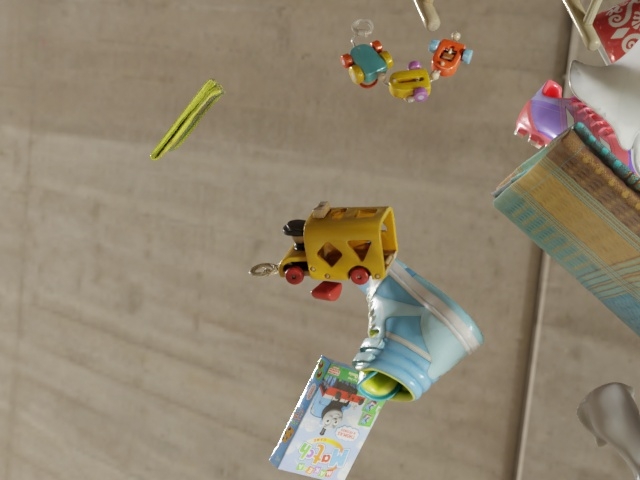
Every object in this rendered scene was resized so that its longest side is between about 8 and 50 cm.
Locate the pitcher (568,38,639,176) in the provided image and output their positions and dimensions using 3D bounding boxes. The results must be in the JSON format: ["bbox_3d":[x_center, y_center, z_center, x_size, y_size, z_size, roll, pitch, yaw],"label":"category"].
[{"bbox_3d":[0.390,-0.159,1.091,0.207,0.178,0.125,-27,-158,31],"label":"pitcher"}]

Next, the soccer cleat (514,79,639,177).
[{"bbox_3d":[0.350,-0.142,1.390,0.083,0.095,0.248,21,-170,-32],"label":"soccer cleat"}]

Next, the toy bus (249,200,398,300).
[{"bbox_3d":[0.013,-0.002,1.533,0.202,0.104,0.191,-19,-155,-24],"label":"toy bus"}]

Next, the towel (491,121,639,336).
[{"bbox_3d":[0.305,0.010,1.056,0.271,0.040,0.370,42,176,4],"label":"towel"}]

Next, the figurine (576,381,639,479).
[{"bbox_3d":[0.488,0.270,1.462,0.092,0.215,0.209,25,-145,-44],"label":"figurine"}]

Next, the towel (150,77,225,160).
[{"bbox_3d":[-0.142,-0.132,1.155,0.021,0.102,0.237,37,-176,-8],"label":"towel"}]

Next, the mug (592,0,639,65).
[{"bbox_3d":[0.524,-0.322,1.648,0.169,0.150,0.113,-28,167,13],"label":"mug"}]

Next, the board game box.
[{"bbox_3d":[0.021,0.326,1.900,0.160,0.212,0.039,23,-173,-37],"label":"board game box"}]

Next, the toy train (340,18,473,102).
[{"bbox_3d":[0.111,-0.234,1.407,0.166,0.125,0.046,16,148,11],"label":"toy train"}]

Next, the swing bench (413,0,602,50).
[{"bbox_3d":[0.205,-0.370,1.283,0.253,0.165,0.255,-1,-143,-25],"label":"swing bench"}]

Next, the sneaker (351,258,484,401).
[{"bbox_3d":[0.101,0.147,1.769,0.319,0.208,0.127,35,167,51],"label":"sneaker"}]
